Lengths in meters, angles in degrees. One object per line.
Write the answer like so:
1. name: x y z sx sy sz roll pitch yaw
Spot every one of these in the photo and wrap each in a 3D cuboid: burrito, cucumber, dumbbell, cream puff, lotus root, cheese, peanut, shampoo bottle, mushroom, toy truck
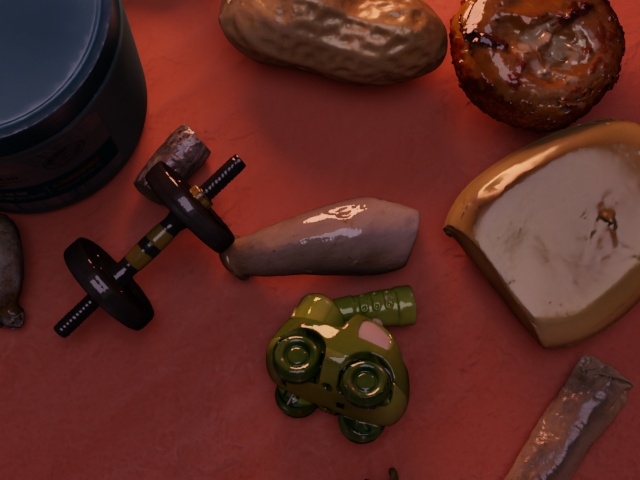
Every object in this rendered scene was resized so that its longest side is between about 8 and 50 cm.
1. burrito: 0.303 0.277 1.506 0.082 0.059 0.275 33 79 13
2. cucumber: -0.202 -0.103 1.581 0.064 0.064 0.112 42 83 8
3. dumbbell: -0.219 0.007 1.501 0.325 0.143 0.143 -43 81 2
4. cream puff: 0.284 -0.259 1.573 0.240 0.164 0.240 0 89 -9
5. lotus root: -0.430 0.038 1.540 0.088 0.088 0.165 -8 87 -2
6. cheese: 0.347 -0.026 1.527 0.316 0.128 0.259 -36 89 -1
7. peanut: 0.019 -0.293 1.583 0.313 0.152 0.152 17 78 3
8. shampoo bottle: -0.397 -0.226 1.462 0.331 0.343 0.331 0 78 -1
9. mushroom: 0.000 0.000 1.533 0.270 0.118 0.103 -6 79 -3
10. toy truck: 0.026 0.140 1.498 0.187 0.148 0.211 6 57 4

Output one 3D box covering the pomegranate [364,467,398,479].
1. pomegranate: 0.129 0.376 1.437 0.156 0.156 0.220 -41 77 -9
